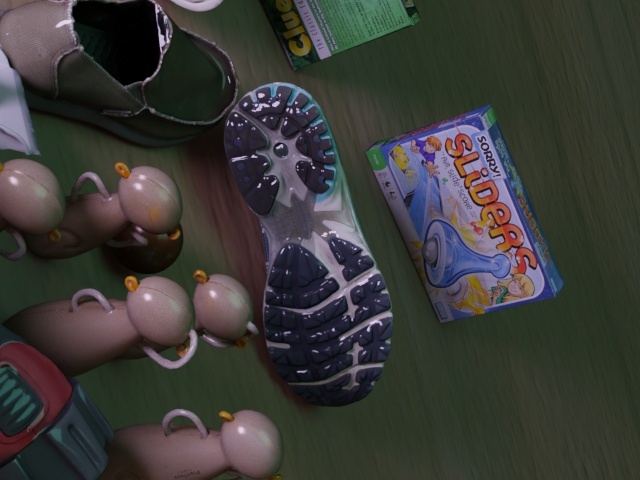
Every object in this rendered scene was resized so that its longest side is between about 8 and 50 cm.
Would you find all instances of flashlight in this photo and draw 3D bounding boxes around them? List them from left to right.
[{"bbox_3d":[-0.241,0.030,0.750,0.304,0.103,0.103,57,12,-17],"label":"flashlight"}]

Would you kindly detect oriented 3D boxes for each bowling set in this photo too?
[{"bbox_3d":[-0.121,0.017,0.875,0.287,0.154,0.200,55,37,-27],"label":"bowling set"}]

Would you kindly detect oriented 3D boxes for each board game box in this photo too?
[{"bbox_3d":[-0.021,-0.294,1.180,0.260,0.136,0.030,65,30,-15],"label":"board game box"},{"bbox_3d":[0.146,-0.023,1.312,0.035,0.136,0.201,-43,112,-54],"label":"board game box"}]

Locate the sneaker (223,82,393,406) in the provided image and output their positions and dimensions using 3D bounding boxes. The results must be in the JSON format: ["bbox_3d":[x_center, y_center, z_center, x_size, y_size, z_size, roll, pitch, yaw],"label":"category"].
[{"bbox_3d":[0.000,0.000,1.112,0.122,0.110,0.283,-65,145,-76],"label":"sneaker"}]

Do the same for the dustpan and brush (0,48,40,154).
[{"bbox_3d":[-0.272,-0.121,0.776,0.211,0.060,0.147,8,26,-23],"label":"dustpan and brush"}]

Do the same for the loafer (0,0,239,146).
[{"bbox_3d":[-0.136,-0.129,0.977,0.251,0.087,0.094,0,77,-56],"label":"loafer"}]

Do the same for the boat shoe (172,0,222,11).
[{"bbox_3d":[-0.148,-0.328,1.027,0.305,0.109,0.091,58,41,-17],"label":"boat shoe"}]
